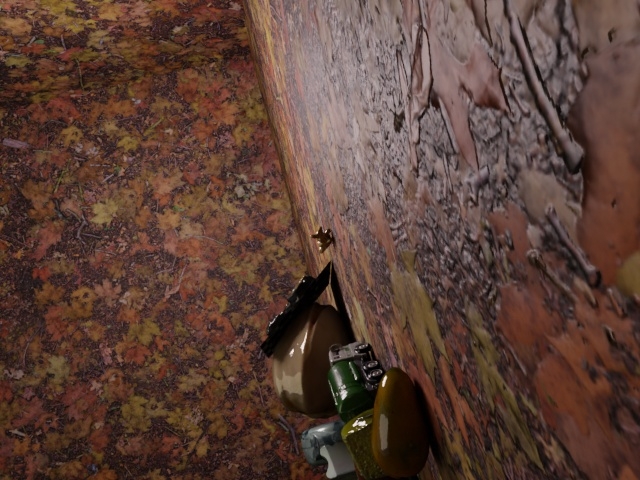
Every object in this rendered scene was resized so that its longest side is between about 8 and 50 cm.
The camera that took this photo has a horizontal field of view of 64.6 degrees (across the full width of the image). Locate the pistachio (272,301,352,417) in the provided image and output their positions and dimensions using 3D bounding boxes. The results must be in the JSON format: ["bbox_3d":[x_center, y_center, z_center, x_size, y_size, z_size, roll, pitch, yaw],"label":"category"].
[{"bbox_3d":[-0.010,0.397,1.657,0.445,0.281,0.365,-60,-29,-69],"label":"pistachio"}]

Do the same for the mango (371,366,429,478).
[{"bbox_3d":[0.122,0.289,0.792,0.111,0.089,0.163,-118,22,-74],"label":"mango"}]

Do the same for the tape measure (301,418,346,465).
[{"bbox_3d":[0.060,0.748,1.888,0.275,0.256,0.147,102,153,-68],"label":"tape measure"}]

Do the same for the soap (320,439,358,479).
[{"bbox_3d":[0.107,0.681,1.561,0.289,0.173,0.095,74,178,-58],"label":"soap"}]

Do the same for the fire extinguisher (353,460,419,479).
[{"bbox_3d":[0.171,0.554,1.107,0.200,0.113,0.376,-7,102,42],"label":"fire extinguisher"}]

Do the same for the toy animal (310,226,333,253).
[{"bbox_3d":[0.000,0.000,1.443,0.083,0.081,0.060,-47,58,61],"label":"toy animal"}]

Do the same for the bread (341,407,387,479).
[{"bbox_3d":[0.114,0.383,0.982,0.114,0.129,0.111,70,-162,2],"label":"bread"}]

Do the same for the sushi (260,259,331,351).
[{"bbox_3d":[-0.099,0.227,1.735,0.064,0.359,0.343,36,165,11],"label":"sushi"}]

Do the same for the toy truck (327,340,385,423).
[{"bbox_3d":[0.081,0.324,1.155,0.242,0.125,0.101,-119,14,-75],"label":"toy truck"}]
